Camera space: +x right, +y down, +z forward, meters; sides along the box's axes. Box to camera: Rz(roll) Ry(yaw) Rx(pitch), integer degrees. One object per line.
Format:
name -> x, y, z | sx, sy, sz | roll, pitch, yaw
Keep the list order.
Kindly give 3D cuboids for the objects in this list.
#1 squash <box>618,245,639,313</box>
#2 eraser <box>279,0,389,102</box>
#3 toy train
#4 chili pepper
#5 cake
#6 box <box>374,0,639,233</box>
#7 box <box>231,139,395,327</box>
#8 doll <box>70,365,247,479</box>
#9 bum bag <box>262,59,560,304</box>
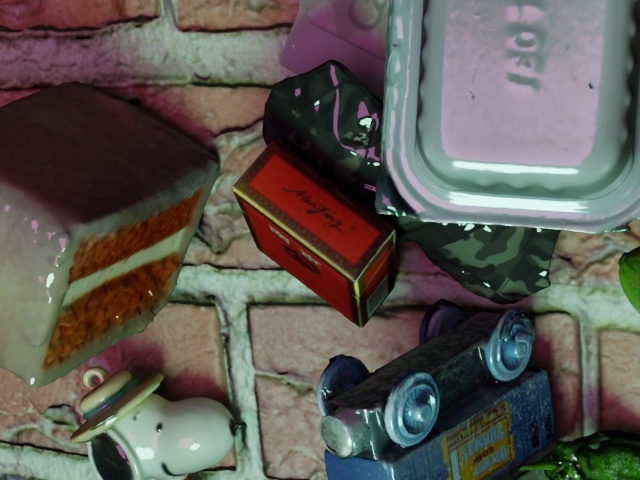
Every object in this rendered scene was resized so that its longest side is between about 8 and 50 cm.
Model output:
squash -> 0.462, 0.095, 1.172 | 0.395, 0.107, 0.107 | 20, 113, 16
eraser -> 0.126, -0.302, 1.229 | 0.213, 0.082, 0.397 | 30, 116, 15
toy train -> 0.117, 0.183, 1.261 | 0.131, 0.300, 0.202 | 5, 111, 45
chili pepper -> 0.308, 0.255, 1.287 | 0.279, 0.122, 0.065 | 26, 142, -10
cake -> -0.294, -0.015, 1.393 | 0.230, 0.309, 0.237 | 29, 118, 18
box -> 0.178, -0.175, 1.106 | 0.264, 0.106, 0.336 | 4, 94, 12
box -> -0.001, 0.001, 1.297 | 0.153, 0.240, 0.074 | 41, 81, 12
doll -> -0.203, 0.295, 1.529 | 0.208, 0.144, 0.271 | 12, 105, 12
bum bag -> 0.093, -0.052, 1.247 | 0.340, 0.095, 0.144 | 36, 145, -6
